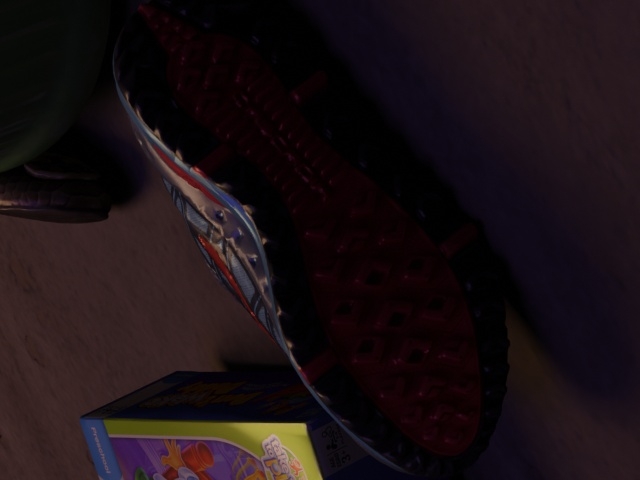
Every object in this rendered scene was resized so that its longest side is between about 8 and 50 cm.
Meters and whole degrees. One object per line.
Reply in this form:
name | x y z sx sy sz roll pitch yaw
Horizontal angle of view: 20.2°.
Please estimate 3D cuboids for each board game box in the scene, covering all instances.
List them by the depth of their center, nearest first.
board game box | 0.005 0.246 1.010 0.233 0.078 0.347 -7 103 54

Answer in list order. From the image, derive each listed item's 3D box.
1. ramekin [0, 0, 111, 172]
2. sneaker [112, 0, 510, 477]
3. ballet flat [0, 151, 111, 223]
ramekin | -0.276 -0.153 0.981 0.303 0.148 0.303 17 123 29
sneaker | 0.000 0.000 0.864 0.262 0.104 0.125 57 169 13
ballet flat | -0.208 -0.048 1.153 0.250 0.084 0.058 13 92 56
